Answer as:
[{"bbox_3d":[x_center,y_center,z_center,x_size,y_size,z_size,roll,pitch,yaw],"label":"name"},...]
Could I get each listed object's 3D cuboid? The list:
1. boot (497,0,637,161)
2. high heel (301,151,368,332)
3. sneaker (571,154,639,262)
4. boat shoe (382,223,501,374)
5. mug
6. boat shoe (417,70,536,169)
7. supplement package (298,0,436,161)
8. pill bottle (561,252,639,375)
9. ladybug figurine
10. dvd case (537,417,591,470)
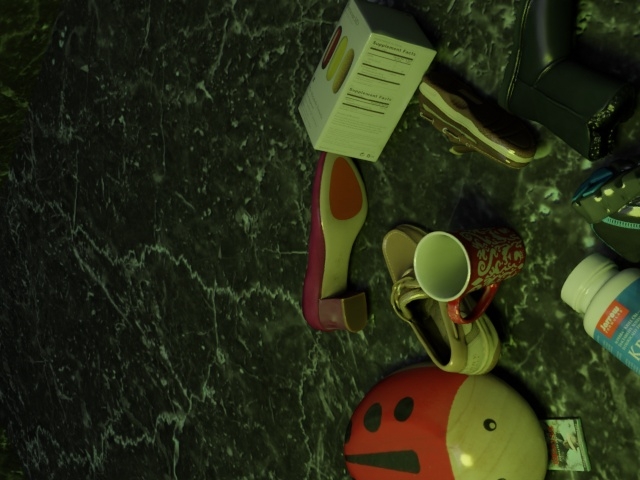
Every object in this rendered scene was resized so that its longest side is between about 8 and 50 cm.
[{"bbox_3d":[0.379,-0.262,1.228,0.207,0.094,0.246,39,131,40],"label":"boot"},{"bbox_3d":[0.000,0.000,1.676,0.181,0.127,0.376,2,94,54],"label":"high heel"},{"bbox_3d":[0.518,-0.087,1.123,0.341,0.125,0.139,-30,102,43],"label":"sneaker"},{"bbox_3d":[0.186,0.090,1.461,0.341,0.110,0.121,58,133,42],"label":"boat shoe"},{"bbox_3d":[0.246,0.046,1.376,0.113,0.169,0.150,36,122,37],"label":"mug"},{"bbox_3d":[0.255,-0.183,1.392,0.257,0.095,0.095,51,140,39],"label":"boat shoe"},{"bbox_3d":[0.078,-0.286,1.497,0.244,0.134,0.139,-62,32,34],"label":"supplement package"},{"bbox_3d":[0.458,0.117,1.192,0.221,0.124,0.124,42,125,34],"label":"pill bottle"},{"bbox_3d":[0.190,0.375,1.492,0.449,0.162,0.304,-22,79,50],"label":"ladybug figurine"},{"bbox_3d":[0.388,0.339,1.391,0.119,0.013,0.087,-13,87,47],"label":"dvd case"}]
